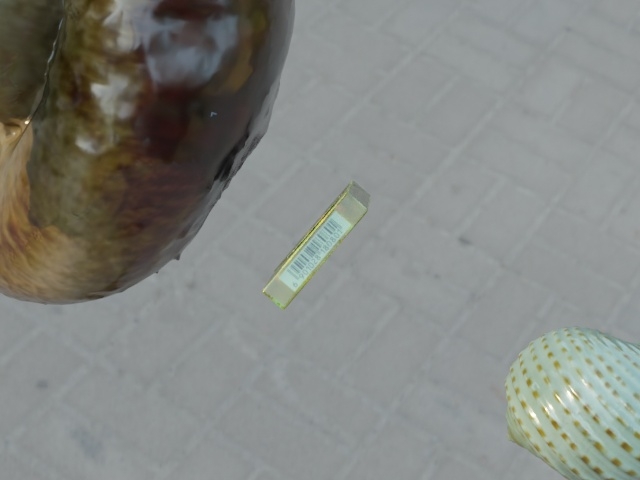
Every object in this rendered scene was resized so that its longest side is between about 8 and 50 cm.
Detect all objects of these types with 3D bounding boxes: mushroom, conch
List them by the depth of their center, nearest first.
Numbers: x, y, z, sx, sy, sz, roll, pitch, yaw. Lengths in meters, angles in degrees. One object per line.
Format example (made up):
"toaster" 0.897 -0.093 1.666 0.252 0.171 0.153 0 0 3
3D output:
"mushroom" -0.182 -0.115 0.847 0.356 0.331 0.334 -13 33 -21
"conch" 0.252 0.146 1.166 0.172 0.200 0.131 44 49 -36

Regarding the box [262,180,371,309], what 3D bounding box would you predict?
"box" 0.000 0.000 1.337 0.030 0.121 0.193 41 6 -2
